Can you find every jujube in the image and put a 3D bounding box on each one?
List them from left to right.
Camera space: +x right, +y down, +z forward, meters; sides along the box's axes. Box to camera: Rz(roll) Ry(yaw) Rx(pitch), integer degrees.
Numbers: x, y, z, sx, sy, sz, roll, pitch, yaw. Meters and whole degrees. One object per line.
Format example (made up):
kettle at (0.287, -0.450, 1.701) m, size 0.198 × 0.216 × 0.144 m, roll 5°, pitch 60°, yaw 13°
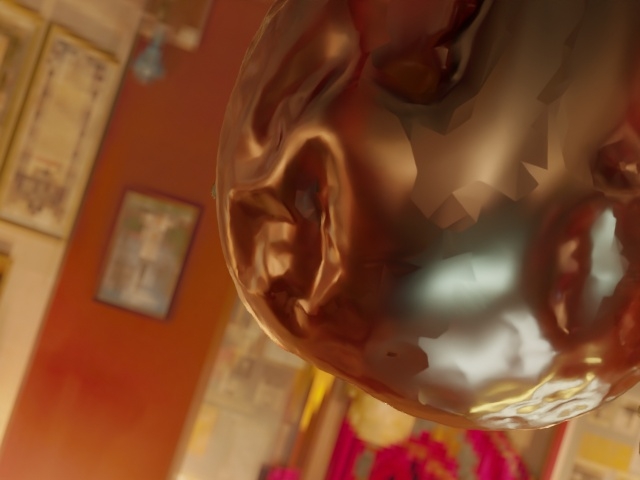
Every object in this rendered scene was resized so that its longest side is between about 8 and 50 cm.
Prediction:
jujube at (0.064, -0.059, 0.513) m, size 0.168 × 0.236 × 0.168 m, roll 23°, pitch -165°, yaw -6°

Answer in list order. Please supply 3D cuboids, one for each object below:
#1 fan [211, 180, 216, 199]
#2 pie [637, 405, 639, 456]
fan at (0.000, 0.000, 1.310) m, size 0.227 × 0.152 × 0.008 m, roll 26°, pitch 167°, yaw 33°
pie at (0.322, 0.099, 0.963) m, size 0.339 × 0.339 × 0.083 m, roll 19°, pitch 146°, yaw -14°
